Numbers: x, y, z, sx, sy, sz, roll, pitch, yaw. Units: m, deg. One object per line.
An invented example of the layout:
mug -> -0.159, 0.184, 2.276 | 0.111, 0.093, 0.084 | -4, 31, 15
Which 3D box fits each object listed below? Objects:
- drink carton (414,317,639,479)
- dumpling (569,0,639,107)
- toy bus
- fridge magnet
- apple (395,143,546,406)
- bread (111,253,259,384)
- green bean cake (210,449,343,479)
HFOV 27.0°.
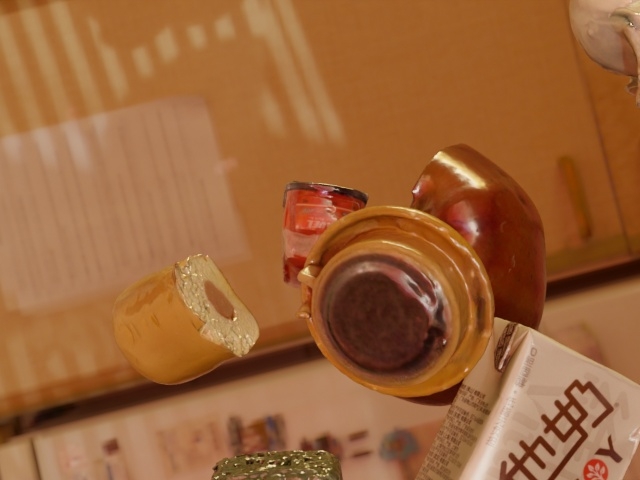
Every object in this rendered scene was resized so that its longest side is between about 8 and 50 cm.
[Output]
drink carton -> 0.231, 0.279, 1.552 | 0.324, 0.194, 0.132 | -64, 16, -4
dumpling -> 0.296, -0.200, 1.251 | 0.127, 0.108, 0.188 | 57, -163, -37
toy bus -> 0.000, 0.000, 1.195 | 0.174, 0.079, 0.077 | 96, -177, -78
fridge magnet -> 0.051, 0.045, 0.931 | 0.063, 0.143, 0.143 | -39, -61, -61
apple -> 0.170, 0.046, 1.810 | 0.365, 0.295, 0.328 | 56, -166, -71
bread -> -0.162, 0.097, 1.507 | 0.134, 0.173, 0.085 | 52, -137, -6
green bean cake -> -0.053, 0.331, 1.736 | 0.173, 0.181, 0.094 | -39, -55, -89
